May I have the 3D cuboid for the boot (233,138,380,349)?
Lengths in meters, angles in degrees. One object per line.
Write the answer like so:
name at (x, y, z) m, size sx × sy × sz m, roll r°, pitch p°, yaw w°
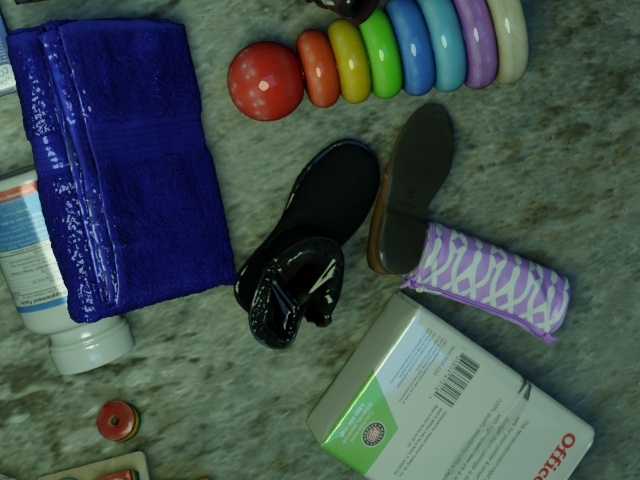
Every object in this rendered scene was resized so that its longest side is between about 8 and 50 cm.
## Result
boot at (0.000, 0.000, 1.259) m, size 0.094 × 0.207 × 0.246 m, roll 38°, pitch 88°, yaw -13°

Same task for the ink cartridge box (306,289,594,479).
ink cartridge box at (0.153, 0.220, 1.364) m, size 0.272 × 0.115 × 0.198 m, roll 36°, pitch 90°, yaw -13°

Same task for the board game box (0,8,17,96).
board game box at (-0.434, -0.199, 1.234) m, size 0.201 × 0.035 × 0.136 m, roll -17°, pitch 100°, yaw -9°

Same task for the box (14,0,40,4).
box at (-0.252, -0.297, 1.249) m, size 0.168 × 0.054 × 0.059 m, roll -10°, pitch 99°, yaw -11°

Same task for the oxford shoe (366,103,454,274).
oxford shoe at (0.095, -0.061, 1.344) m, size 0.076 × 0.076 × 0.212 m, roll 25°, pitch 76°, yaw -19°

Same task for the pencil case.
pencil case at (0.194, 0.048, 1.363) m, size 0.206 × 0.086 × 0.088 m, roll 19°, pitch 59°, yaw -12°

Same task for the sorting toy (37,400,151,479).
sorting toy at (-0.250, 0.324, 1.285) m, size 0.132 × 0.046 × 0.275 m, roll -15°, pitch 74°, yaw 7°

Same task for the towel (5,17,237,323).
towel at (-0.194, -0.081, 1.210) m, size 0.227 × 0.076 × 0.308 m, roll -15°, pitch 95°, yaw -46°

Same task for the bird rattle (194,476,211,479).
bird rattle at (-0.178, 0.386, 1.341) m, size 0.253 × 0.143 × 0.207 m, roll -17°, pitch 89°, yaw 4°

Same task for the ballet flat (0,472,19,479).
ballet flat at (-0.464, 0.419, 1.271) m, size 0.139 × 0.139 × 0.400 m, roll 36°, pitch 85°, yaw -13°

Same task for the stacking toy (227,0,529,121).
stacking toy at (0.058, -0.204, 1.292) m, size 0.330 × 0.141 × 0.141 m, roll -16°, pitch 100°, yaw -3°

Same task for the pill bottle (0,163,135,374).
pill bottle at (-0.280, 0.026, 1.249) m, size 0.124 × 0.124 × 0.222 m, roll -20°, pitch 102°, yaw -8°

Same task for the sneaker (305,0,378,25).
sneaker at (-0.034, -0.293, 1.208) m, size 0.281 × 0.106 × 0.163 m, roll -13°, pitch 55°, yaw -22°
